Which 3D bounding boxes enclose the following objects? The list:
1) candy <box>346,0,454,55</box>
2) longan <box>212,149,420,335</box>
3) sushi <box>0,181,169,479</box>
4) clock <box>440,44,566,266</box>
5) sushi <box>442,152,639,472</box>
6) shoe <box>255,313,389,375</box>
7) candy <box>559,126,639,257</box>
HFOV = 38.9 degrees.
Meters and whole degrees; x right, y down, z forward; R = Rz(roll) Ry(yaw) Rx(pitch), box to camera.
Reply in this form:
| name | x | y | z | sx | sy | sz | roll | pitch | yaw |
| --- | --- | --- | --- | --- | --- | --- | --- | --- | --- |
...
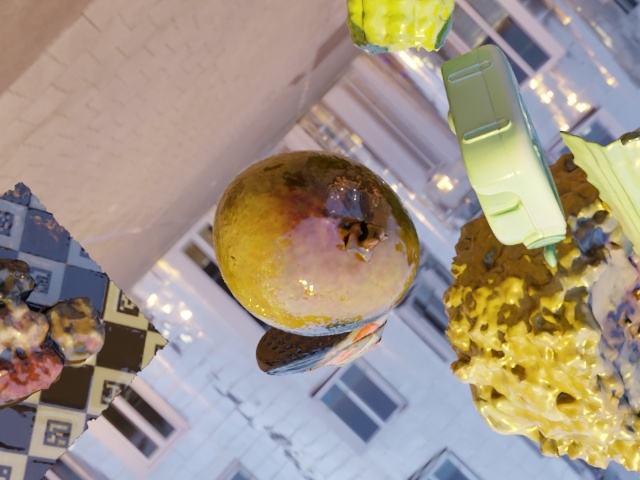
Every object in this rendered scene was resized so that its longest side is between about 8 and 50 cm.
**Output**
| name | x | y | z | sx | sy | sz | roll | pitch | yaw |
| --- | --- | --- | --- | --- | --- | --- | --- | --- | --- |
| candy | 0.071 | -0.263 | 0.774 | 0.097 | 0.096 | 0.210 | -57 | 151 | -73 |
| longan | 0.000 | 0.000 | 0.684 | 0.154 | 0.145 | 0.176 | -13 | 178 | -23 |
| sushi | -0.273 | 0.086 | 0.825 | 0.047 | 0.220 | 0.231 | -26 | -162 | 52 |
| clock | 0.164 | -0.061 | 0.777 | 0.060 | 0.188 | 0.148 | -20 | -132 | 16 |
| sushi | 0.342 | 0.095 | 1.123 | 0.240 | 0.396 | 0.351 | 8 | -122 | 52 |
| shoe | 0.008 | 0.124 | 1.069 | 0.194 | 0.074 | 0.077 | -25 | 129 | -37 |
| candy | 0.438 | -0.114 | 0.824 | 0.398 | 0.263 | 0.172 | -40 | -143 | -8 |
